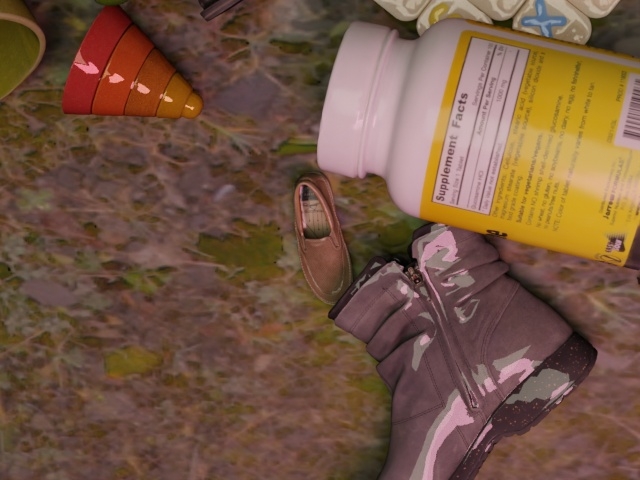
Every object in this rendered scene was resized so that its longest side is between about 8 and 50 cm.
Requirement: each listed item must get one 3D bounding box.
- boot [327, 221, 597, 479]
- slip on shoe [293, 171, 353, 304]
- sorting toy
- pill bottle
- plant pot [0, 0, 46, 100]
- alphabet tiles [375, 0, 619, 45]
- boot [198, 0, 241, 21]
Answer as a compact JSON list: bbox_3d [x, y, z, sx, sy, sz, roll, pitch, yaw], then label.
[{"bbox_3d":[0.083,0.143,1.525,0.338,0.118,0.223,-45,87,4],"label":"boot"},{"bbox_3d":[0.000,0.000,1.541,0.051,0.041,0.135,-6,99,12],"label":"slip on shoe"},{"bbox_3d":[-0.133,-0.233,1.427,0.126,0.127,0.365,26,134,0],"label":"sorting toy"},{"bbox_3d":[0.175,-0.095,1.410,0.334,0.188,0.188,14,103,7],"label":"pill bottle"},{"bbox_3d":[-0.445,-0.271,1.490,0.275,0.275,0.293,-27,78,15],"label":"plant pot"},{"bbox_3d":[0.172,-0.309,1.461,0.278,0.021,0.284,40,106,3],"label":"alphabet tiles"},{"bbox_3d":[-0.099,-0.365,1.457,0.229,0.091,0.263,38,103,-4],"label":"boot"}]
